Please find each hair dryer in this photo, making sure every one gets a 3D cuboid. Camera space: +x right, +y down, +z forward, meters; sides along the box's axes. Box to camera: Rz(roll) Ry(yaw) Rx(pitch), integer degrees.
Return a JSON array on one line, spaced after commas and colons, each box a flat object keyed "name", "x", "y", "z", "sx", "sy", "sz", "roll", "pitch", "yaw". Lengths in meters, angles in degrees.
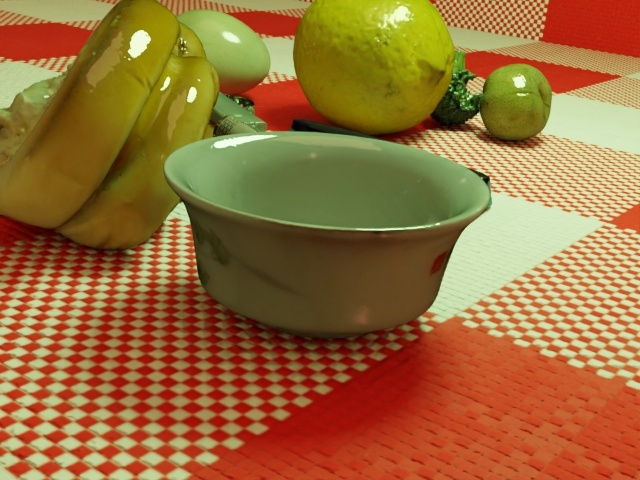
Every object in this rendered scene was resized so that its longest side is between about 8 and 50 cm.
[{"name": "hair dryer", "x": -0.137, "y": -0.093, "z": 1.339, "sx": 0.195, "sy": 0.053, "sz": 0.220, "roll": 34, "pitch": 46, "yaw": 24}]

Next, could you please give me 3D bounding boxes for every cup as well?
[{"name": "cup", "x": 0.000, "y": 0.000, "z": 0.982, "sx": 0.348, "sy": 0.163, "sz": 0.347, "roll": 5, "pitch": 21, "yaw": -2}]

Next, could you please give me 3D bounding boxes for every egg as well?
[{"name": "egg", "x": -0.235, "y": -0.409, "z": 1.977, "sx": 0.254, "sy": 0.188, "sz": 0.188, "roll": 15, "pitch": 21, "yaw": -2}]

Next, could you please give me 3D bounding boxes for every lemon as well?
[{"name": "lemon", "x": 0.102, "y": -0.366, "z": 1.793, "sx": 0.336, "sy": 0.335, "sz": 0.336, "roll": 5, "pitch": 21, "yaw": -2}]

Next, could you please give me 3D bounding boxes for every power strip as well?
[{"name": "power strip", "x": -0.159, "y": -0.221, "z": 1.566, "sx": 0.060, "sy": 0.027, "sz": 0.253, "roll": -4, "pitch": 25, "yaw": -27}]

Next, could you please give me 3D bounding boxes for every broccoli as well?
[{"name": "broccoli", "x": 0.283, "y": -0.326, "z": 1.923, "sx": 0.155, "sy": 0.160, "sz": 0.167, "roll": 0, "pitch": -6, "yaw": 41}]

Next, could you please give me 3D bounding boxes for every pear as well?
[{"name": "pear", "x": 0.400, "y": -0.282, "z": 1.844, "sx": 0.137, "sy": 0.167, "sz": 0.167, "roll": 2, "pitch": 17, "yaw": 28}]

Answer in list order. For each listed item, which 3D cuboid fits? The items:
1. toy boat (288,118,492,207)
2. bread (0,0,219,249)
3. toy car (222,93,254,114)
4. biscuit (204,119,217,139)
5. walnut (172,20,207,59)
[{"name": "toy boat", "x": 0.093, "y": -0.122, "z": 1.470, "sx": 0.392, "sy": 0.079, "sz": 0.136, "roll": 20, "pitch": 23, "yaw": 28}, {"name": "bread", "x": -0.291, "y": -0.146, "z": 1.210, "sx": 0.329, "sy": 0.245, "sz": 0.424, "roll": -31, "pitch": 26, "yaw": 15}, {"name": "toy car", "x": -0.193, "y": -0.269, "z": 1.803, "sx": 0.069, "sy": 0.055, "sz": 0.142, "roll": 15, "pitch": 21, "yaw": 33}, {"name": "biscuit", "x": -0.265, "y": -0.191, "z": 1.574, "sx": 0.312, "sy": 0.057, "sz": 0.351, "roll": -9, "pitch": 27, "yaw": -36}, {"name": "walnut", "x": -0.330, "y": -0.341, "z": 1.765, "sx": 0.226, "sy": 0.193, "sz": 0.193, "roll": -16, "pitch": 3, "yaw": 41}]
